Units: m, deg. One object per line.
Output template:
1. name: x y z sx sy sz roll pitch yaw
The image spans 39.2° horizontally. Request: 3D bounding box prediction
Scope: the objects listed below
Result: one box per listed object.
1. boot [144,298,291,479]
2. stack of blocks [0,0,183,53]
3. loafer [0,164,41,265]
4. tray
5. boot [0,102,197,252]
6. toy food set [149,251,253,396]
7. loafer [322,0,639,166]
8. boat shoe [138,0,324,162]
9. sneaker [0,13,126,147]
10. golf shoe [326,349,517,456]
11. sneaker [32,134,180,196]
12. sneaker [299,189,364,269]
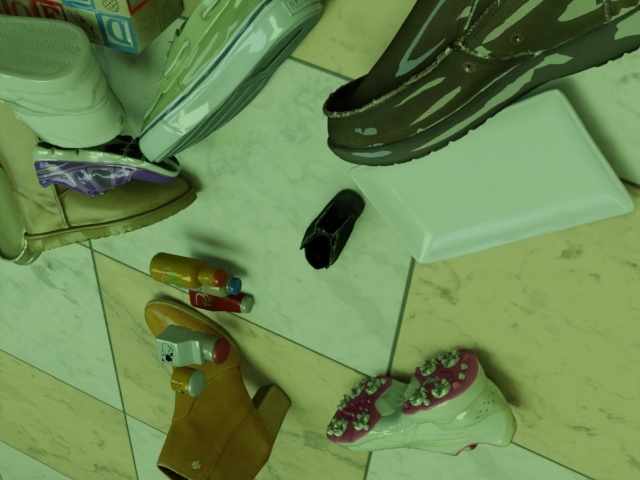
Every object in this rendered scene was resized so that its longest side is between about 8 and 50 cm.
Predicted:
1. boot: -0.192 0.246 1.347 0.295 0.211 0.104 41 142 -9
2. stack of blocks: -0.300 -0.312 0.921 0.297 0.087 0.171 17 140 21
3. loafer: -0.427 -0.087 1.191 0.102 0.092 0.269 14 115 30
4. tray: 0.164 -0.059 0.900 0.270 0.030 0.145 -18 120 46
5. boot: -0.299 -0.135 1.095 0.236 0.089 0.270 -16 109 -4
6. toy food set: -0.156 0.115 1.252 0.104 0.111 0.232 10 119 23
7. loafer: 0.132 -0.179 0.728 0.366 0.134 0.130 -25 110 38
8. boat shoe: -0.109 -0.185 0.926 0.302 0.109 0.094 -36 89 43
9. sneaker: -0.355 -0.174 0.975 0.292 0.108 0.169 17 160 15
10. golf shoe: 0.126 0.245 1.196 0.140 0.115 0.306 42 143 -16
11. sneaker: -0.249 -0.083 1.053 0.169 0.068 0.071 4 118 0
12. sneaker: 0.002 0.002 1.037 0.051 0.089 0.170 33 143 1
